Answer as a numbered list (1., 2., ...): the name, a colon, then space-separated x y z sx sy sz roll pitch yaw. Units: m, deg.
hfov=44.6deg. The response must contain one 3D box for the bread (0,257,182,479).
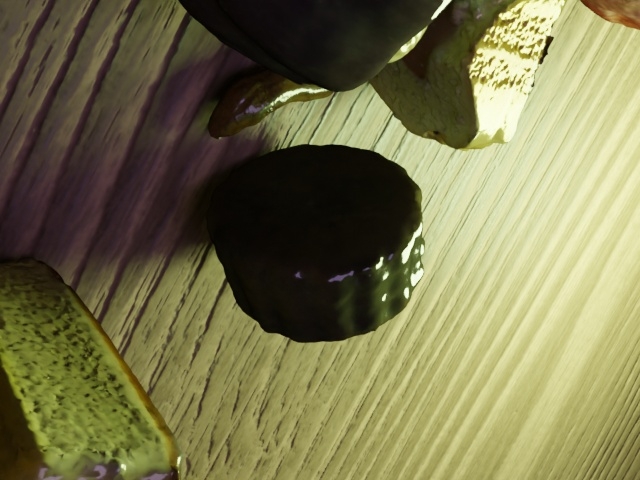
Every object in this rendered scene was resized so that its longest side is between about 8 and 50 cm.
1. bread: -0.280 0.209 0.621 0.143 0.333 0.323 22 101 -42

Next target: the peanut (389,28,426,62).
1. peanut: 0.057 -0.250 0.747 0.093 0.194 0.083 0 148 -9

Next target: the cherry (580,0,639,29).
1. cherry: 0.430 -0.426 0.911 0.326 0.291 0.335 -19 110 -11

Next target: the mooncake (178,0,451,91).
1. mooncake: 0.004 -0.286 0.635 0.154 0.306 0.306 22 97 -38

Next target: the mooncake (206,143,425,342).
1. mooncake: 0.000 0.000 0.822 0.228 0.228 0.124 -30 136 -25

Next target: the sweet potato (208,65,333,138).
1. sweet potato: -0.040 -0.161 0.819 0.182 0.053 0.054 -26 88 -31

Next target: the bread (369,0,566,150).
1. bread: 0.170 -0.216 0.873 0.224 0.184 0.211 -36 131 -17
